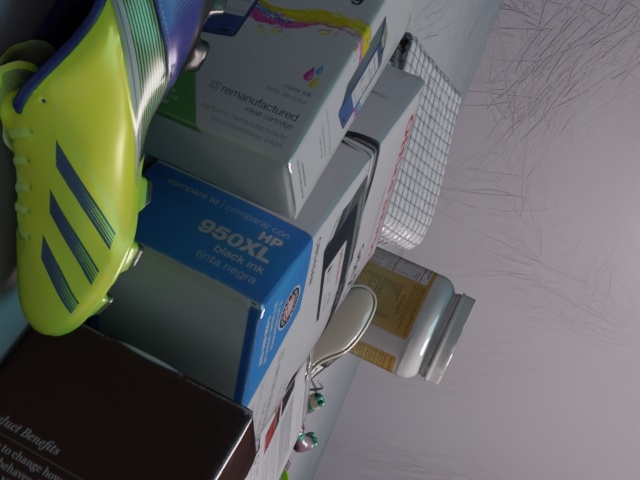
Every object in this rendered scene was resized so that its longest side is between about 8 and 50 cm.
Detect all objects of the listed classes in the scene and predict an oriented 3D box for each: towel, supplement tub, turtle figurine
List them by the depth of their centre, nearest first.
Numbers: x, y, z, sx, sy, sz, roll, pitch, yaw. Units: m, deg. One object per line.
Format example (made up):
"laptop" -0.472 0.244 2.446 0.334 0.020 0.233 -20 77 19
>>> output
"towel" 0.093 -0.143 1.146 0.235 0.121 0.283 24 78 -59
"turtle figurine" -0.066 0.306 1.529 0.118 0.175 0.234 -16 126 -15
"supplement tub" 0.139 0.145 1.597 0.228 0.316 0.228 -61 168 -22

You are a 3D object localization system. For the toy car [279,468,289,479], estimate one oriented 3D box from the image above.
"toy car" -0.175 0.413 1.268 0.188 0.149 0.155 -20 160 -39

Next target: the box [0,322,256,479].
"box" -0.220 0.260 0.552 0.381 0.191 0.143 -59 167 -26

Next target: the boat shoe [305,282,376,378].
"boat shoe" -0.036 0.203 1.389 0.335 0.112 0.095 -48 -166 -10

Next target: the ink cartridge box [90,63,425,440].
"ink cartridge box" -0.056 0.001 0.809 0.395 0.166 0.285 -55 165 -44

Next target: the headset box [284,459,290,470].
"headset box" -0.161 0.493 1.478 0.293 0.110 0.218 -61 167 -22

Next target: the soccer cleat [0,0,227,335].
"soccer cleat" -0.158 -0.067 0.480 0.121 0.093 0.289 3 120 -45

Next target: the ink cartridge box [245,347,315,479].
"ink cartridge box" -0.110 0.224 1.005 0.271 0.130 0.309 -60 163 -46

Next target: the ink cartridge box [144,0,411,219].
"ink cartridge box" -0.039 -0.148 0.607 0.212 0.154 0.093 -60 166 -22
